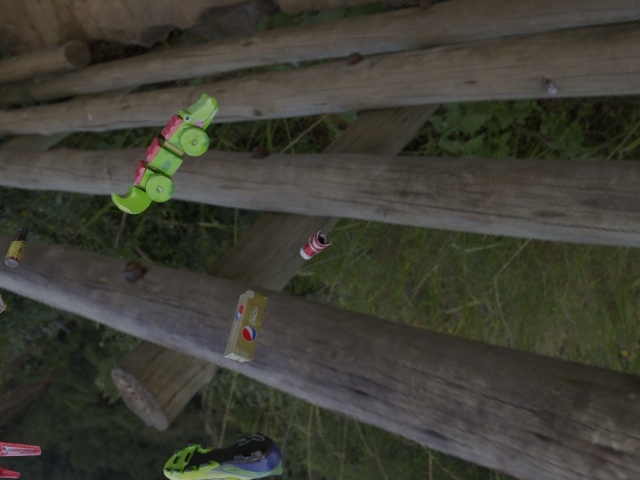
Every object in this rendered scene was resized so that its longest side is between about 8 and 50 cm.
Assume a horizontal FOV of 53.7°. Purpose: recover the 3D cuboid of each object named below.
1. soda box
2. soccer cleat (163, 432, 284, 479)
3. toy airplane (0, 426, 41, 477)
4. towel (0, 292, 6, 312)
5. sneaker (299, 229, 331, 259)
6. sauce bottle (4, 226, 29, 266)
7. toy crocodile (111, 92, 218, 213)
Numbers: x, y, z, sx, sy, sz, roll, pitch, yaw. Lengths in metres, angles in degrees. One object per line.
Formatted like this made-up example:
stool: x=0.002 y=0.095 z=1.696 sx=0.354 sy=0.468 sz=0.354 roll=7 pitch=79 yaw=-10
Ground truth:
soda box: x=-0.193 y=0.224 z=1.645 sx=0.058 sy=0.181 sz=0.061 roll=27 pitch=147 yaw=-23
soccer cleat: x=-0.217 y=0.507 z=1.408 sx=0.289 sy=0.093 sz=0.121 roll=-16 pitch=120 yaw=19
toy airplane: x=-0.548 y=0.368 z=1.072 sx=0.151 sy=0.028 sz=0.151 roll=-4 pitch=119 yaw=-8
towel: x=-0.743 y=0.149 z=1.408 sx=0.060 sy=0.083 sz=0.009 roll=53 pitch=172 yaw=28
sneaker: x=0.000 y=0.000 z=1.455 sx=0.067 sy=0.118 sz=0.042 roll=-40 pitch=94 yaw=28
sauce bottle: x=-0.873 y=0.016 z=1.827 sx=0.042 sy=0.128 sz=0.042 roll=0 pitch=142 yaw=0
toy crocodile: x=-0.355 y=-0.201 z=1.468 sx=0.105 sy=0.340 sz=0.115 roll=33 pitch=-170 yaw=-32
